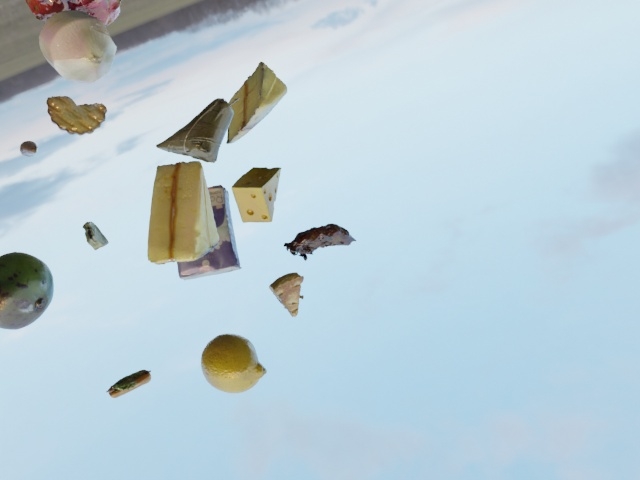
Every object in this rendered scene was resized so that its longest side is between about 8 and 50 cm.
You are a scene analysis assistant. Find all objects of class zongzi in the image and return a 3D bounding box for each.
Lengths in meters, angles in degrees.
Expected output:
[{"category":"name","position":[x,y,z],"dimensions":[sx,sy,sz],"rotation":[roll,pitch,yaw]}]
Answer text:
[{"category":"zongzi","position":[-0.312,-0.298,1.630],"dimensions":[0.178,0.081,0.188],"rotation":[14,-102,24]}]

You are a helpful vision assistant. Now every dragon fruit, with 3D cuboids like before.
[{"category":"dragon fruit","position":[-0.670,-0.658,1.718],"dimensions":[0.274,0.161,0.126],"rotation":[9,-130,-13]}]

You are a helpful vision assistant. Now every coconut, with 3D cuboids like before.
[{"category":"coconut","position":[-0.573,-0.464,1.562],"dimensions":[0.171,0.170,0.183],"rotation":[-35,-131,-29]}]

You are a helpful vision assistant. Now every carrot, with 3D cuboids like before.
[{"category":"carrot","position":[-0.808,-0.255,1.817],"dimensions":[0.048,0.048,0.216],"rotation":[-31,-159,-22]}]

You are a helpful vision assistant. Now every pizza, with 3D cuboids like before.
[{"category":"pizza","position":[-0.131,0.226,2.653],"dimensions":[0.154,0.193,0.069],"rotation":[-28,-151,-34]}]

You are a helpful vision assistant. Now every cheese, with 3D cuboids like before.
[{"category":"cheese","position":[-0.172,-0.153,1.852],"dimensions":[0.093,0.126,0.171],"rotation":[-1,-137,16]}]

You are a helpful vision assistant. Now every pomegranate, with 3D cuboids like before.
[{"category":"pomegranate","position":[-0.815,0.118,1.694],"dimensions":[0.248,0.202,0.202],"rotation":[23,-139,20]}]

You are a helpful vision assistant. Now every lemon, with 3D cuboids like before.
[{"category":"lemon","position":[-0.284,0.393,2.080],"dimensions":[0.244,0.186,0.187],"rotation":[17,-140,29]}]

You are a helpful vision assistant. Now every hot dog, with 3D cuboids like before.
[{"category":"hot dog","position":[-0.526,0.390,1.792],"dimensions":[0.133,0.041,0.056],"rotation":[-25,-145,-33]}]

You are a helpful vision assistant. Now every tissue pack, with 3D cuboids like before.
[{"category":"tissue pack","position":[-0.460,-0.032,2.565],"dimensions":[0.243,0.343,0.125],"rotation":[-12,172,4]}]

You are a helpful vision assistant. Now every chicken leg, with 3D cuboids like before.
[{"category":"chicken leg","position":[0.000,0.000,2.011],"dimensions":[0.234,0.105,0.063],"rotation":[-18,-129,-12]}]

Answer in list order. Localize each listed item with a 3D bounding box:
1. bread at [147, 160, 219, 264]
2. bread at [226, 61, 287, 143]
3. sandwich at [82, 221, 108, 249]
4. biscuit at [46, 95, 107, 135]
[{"category":"bread","position":[-0.411,-0.078,1.838],"dimensions":[0.168,0.263,0.163],"rotation":[-6,-164,17]},{"category":"bread","position":[-0.243,-0.436,2.107],"dimensions":[0.240,0.135,0.178],"rotation":[-36,-169,43]},{"category":"sandwich","position":[-0.790,-0.019,2.262],"dimensions":[0.036,0.104,0.093],"rotation":[-34,-177,4]},{"category":"biscuit","position":[-0.778,-0.392,2.067],"dimensions":[0.183,0.118,0.061],"rotation":[11,180,-17]}]
